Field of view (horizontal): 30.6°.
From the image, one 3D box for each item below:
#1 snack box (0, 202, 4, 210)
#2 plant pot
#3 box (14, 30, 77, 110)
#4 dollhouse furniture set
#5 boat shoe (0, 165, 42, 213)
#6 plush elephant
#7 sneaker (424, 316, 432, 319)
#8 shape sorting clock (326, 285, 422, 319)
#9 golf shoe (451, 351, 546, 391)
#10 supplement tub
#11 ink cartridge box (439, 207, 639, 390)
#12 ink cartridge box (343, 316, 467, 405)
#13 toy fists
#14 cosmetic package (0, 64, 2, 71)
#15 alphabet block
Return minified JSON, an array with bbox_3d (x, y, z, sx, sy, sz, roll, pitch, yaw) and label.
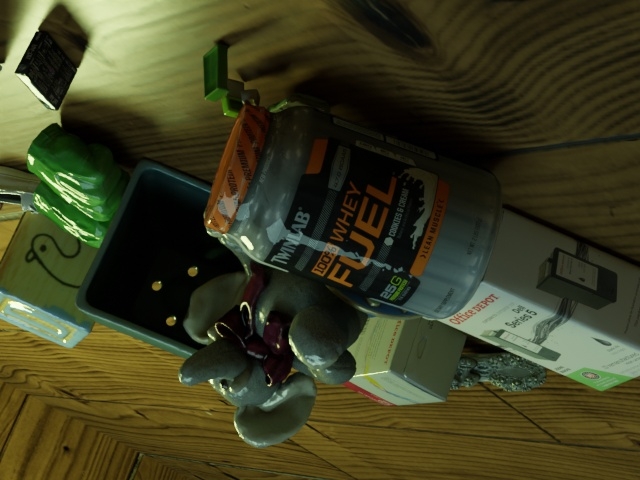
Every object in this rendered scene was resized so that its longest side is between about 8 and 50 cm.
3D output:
[{"bbox_3d":[-0.647,-0.059,2.193,0.064,0.022,0.178,28,157,-21],"label":"snack box"},{"bbox_3d":[-0.212,0.064,1.814,0.247,0.247,0.252,22,163,-1],"label":"plant pot"},{"bbox_3d":[-0.350,-0.217,1.500,0.018,0.067,0.083,10,157,25],"label":"box"},{"bbox_3d":[-0.067,-0.182,1.394,0.151,0.059,0.076,11,158,-31],"label":"dollhouse furniture set"},{"bbox_3d":[-0.480,-0.076,1.950,0.184,0.063,0.066,15,157,11],"label":"boat shoe"},{"bbox_3d":[-0.079,0.125,1.564,0.272,0.255,0.330,51,-167,20],"label":"plush elephant"},{"bbox_3d":[0.094,0.029,1.632,0.258,0.091,0.094,29,140,-31],"label":"sneaker"},{"bbox_3d":[0.078,0.016,1.503,0.206,0.206,0.040,24,137,-9],"label":"shape sorting clock"},{"bbox_3d":[0.294,0.211,1.973,0.176,0.069,0.086,2,-168,15],"label":"golf shoe"},{"bbox_3d":[0.035,-0.039,1.372,0.315,0.194,0.193,18,159,-10],"label":"supplement tub"},{"bbox_3d":[0.312,0.084,1.557,0.272,0.115,0.198,23,158,-6],"label":"ink cartridge box"},{"bbox_3d":[0.132,0.194,1.958,0.127,0.128,0.176,30,157,-23],"label":"ink cartridge box"},{"bbox_3d":[-0.360,-0.075,1.791,0.142,0.096,0.279,37,156,6],"label":"toy fists"},{"bbox_3d":[-0.610,-0.207,1.632,0.309,0.160,0.113,3,152,36],"label":"cosmetic package"},{"bbox_3d":[-0.469,0.055,2.071,0.192,0.197,0.193,26,158,-17],"label":"alphabet block"}]
